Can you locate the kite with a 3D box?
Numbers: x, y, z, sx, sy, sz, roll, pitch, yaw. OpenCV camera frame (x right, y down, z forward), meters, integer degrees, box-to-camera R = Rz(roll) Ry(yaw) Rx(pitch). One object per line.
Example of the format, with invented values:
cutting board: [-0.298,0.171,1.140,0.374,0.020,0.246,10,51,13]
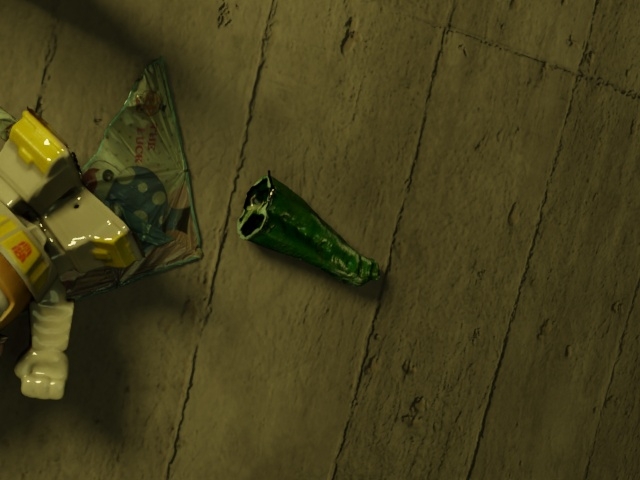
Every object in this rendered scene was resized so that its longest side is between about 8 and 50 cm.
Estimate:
kite: [-0.247,-0.051,1.159,0.314,0.011,0.335,35,81,-34]

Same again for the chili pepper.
chili pepper: [0.000,0.000,1.307,0.227,0.059,0.088,29,72,-38]

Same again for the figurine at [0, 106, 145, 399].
figurine: [-0.333,0.030,1.038,0.309,0.143,0.308,1,87,-14]
